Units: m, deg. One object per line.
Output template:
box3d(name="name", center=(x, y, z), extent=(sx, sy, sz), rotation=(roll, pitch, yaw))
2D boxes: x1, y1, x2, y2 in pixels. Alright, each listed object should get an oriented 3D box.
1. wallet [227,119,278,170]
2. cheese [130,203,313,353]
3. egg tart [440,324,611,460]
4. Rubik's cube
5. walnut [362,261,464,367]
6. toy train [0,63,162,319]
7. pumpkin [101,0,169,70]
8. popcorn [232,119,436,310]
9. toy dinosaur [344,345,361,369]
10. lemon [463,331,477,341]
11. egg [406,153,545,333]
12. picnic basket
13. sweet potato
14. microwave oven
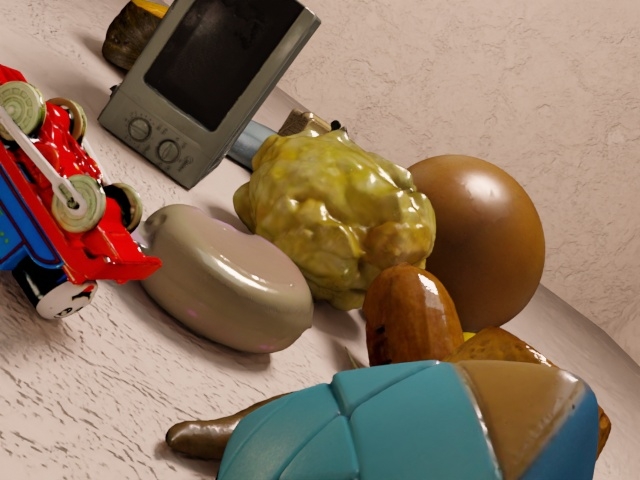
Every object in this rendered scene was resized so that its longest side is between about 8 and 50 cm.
box3d(name="wallet", center=(-0.148, -0.207, 1.492), extent=(0.251, 0.054, 0.290), rotation=(27, 17, -37))
box3d(name="cheese", center=(-0.133, 0.014, 0.707), extent=(0.286, 0.082, 0.163), rotation=(30, 14, -30))
box3d(name="egg tart", center=(0.171, 0.192, 0.725), extent=(0.215, 0.171, 0.215), rotation=(42, -2, 2))
box3d(name="Rubik's cube", center=(0.044, 0.157, 0.389), extent=(0.254, 0.254, 0.254), rotation=(36, 13, -10))
box3d(name="walnut", center=(0.111, 0.125, 0.873), extent=(0.115, 0.115, 0.207), rotation=(15, 57, -60))
box3d(name="toy train", center=(-0.221, -0.036, 0.559), extent=(0.204, 0.131, 0.082), rotation=(53, 10, 12))
box3d(name="pumpkin", center=(-0.242, -0.337, 1.395), extent=(0.317, 0.139, 0.221), rotation=(28, 18, 20))
box3d(name="popcorn", center=(0.021, -0.035, 1.024), extent=(0.286, 0.215, 0.252), rotation=(38, 18, 15))
box3d(name="toy dinosaur", center=(0.059, 0.166, 0.829), extent=(0.113, 0.026, 0.041), rotation=(49, 7, 5))
box3d(name="lemon", center=(0.225, 0.184, 1.110), extent=(0.082, 0.082, 0.111), rotation=(33, 20, -24))
box3d(name="egg", center=(0.232, 0.012, 1.261), extent=(0.282, 0.282, 0.351), rotation=(49, -3, 38))
box3d(name="picnic basket", center=(-0.034, -0.146, 1.360), extent=(0.115, 0.164, 0.079), rotation=(29, 7, -37))
box3d(name="sweet potato", center=(-0.022, 0.152, 0.599), extent=(0.249, 0.060, 0.069), rotation=(13, 4, -39))
box3d(name="microwave oven", center=(-0.158, -0.256, 1.087), extent=(0.181, 0.295, 0.237), rotation=(36, 13, -7))
